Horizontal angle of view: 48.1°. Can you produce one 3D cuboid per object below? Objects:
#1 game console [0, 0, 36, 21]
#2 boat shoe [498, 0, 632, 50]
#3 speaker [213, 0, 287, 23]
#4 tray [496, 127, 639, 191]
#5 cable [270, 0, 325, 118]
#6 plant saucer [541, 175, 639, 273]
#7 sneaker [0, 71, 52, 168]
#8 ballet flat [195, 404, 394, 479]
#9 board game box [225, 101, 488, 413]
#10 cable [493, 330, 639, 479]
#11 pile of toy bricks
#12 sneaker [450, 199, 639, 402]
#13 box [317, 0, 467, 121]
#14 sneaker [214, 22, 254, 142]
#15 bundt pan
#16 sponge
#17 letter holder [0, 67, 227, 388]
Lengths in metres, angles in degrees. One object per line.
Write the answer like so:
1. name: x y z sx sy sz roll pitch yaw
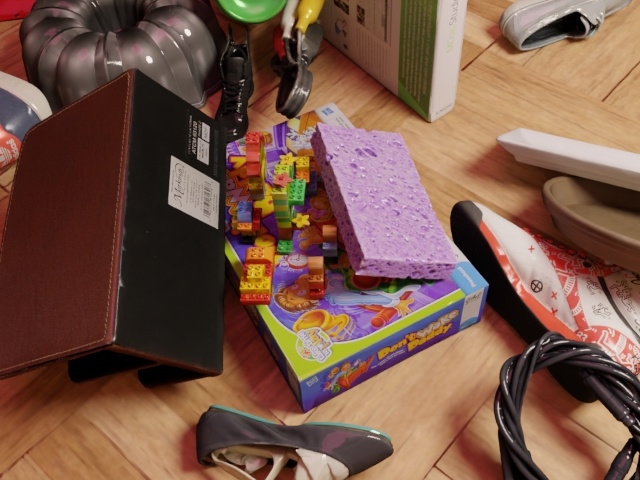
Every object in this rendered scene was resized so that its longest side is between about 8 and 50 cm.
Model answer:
1. game console: -0.517 -0.445 1.284 0.143 0.085 0.124 -8 21 -4
2. boat shoe: 0.397 -0.348 1.122 0.227 0.079 0.081 -17 62 -4
3. speaker: -0.117 -0.427 1.122 0.131 0.131 0.297 -10 31 -4
4. tray: 0.364 -0.094 0.906 0.270 0.030 0.145 18 19 22
5. cable: -0.051 -0.258 1.016 0.072 0.139 0.287 35 41 -19
6. plant saucer: 0.383 -0.010 0.800 0.277 0.041 0.278 8 22 -3
7. sneaker: -0.560 -0.189 1.009 0.349 0.131 0.148 17 50 16
8. ballet flat: -0.032 0.213 0.705 0.203 0.074 0.074 5 52 15
9. board game box: 0.000 0.000 0.863 0.233 0.078 0.347 -25 55 -15
10. cable: 0.243 0.178 0.681 0.150 0.047 0.185 -6 81 11
11. pile of toy bricks: -0.040 -0.040 0.778 0.118 0.105 0.212 -1 52 3
12. sneaker: 0.272 0.041 0.810 0.144 0.090 0.270 -24 58 -16
13. box: 0.079 -0.349 1.034 0.058 0.232 0.322 -30 57 -18
14. sneaker: -0.127 -0.230 1.043 0.051 0.089 0.170 3 52 6
15. bundt pan: -0.307 -0.315 1.101 0.330 0.124 0.331 -2 51 3
16. sponge: 0.066 -0.047 0.799 0.117 0.031 0.210 5 46 -25
17. letter holder: -0.233 0.005 0.797 0.214 0.152 0.302 -18 62 30
